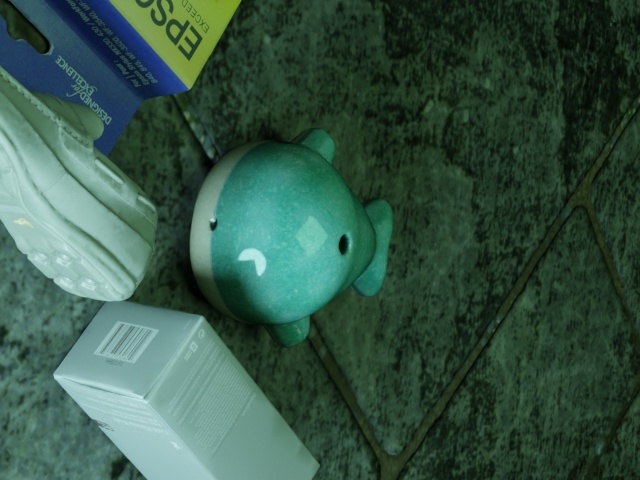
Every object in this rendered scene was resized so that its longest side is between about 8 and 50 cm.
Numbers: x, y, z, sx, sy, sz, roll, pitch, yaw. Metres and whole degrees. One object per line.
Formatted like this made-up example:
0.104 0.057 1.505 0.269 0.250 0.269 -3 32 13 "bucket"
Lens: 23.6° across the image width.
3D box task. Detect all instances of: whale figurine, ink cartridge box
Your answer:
0.000 0.000 1.480 0.272 0.141 0.216 11 88 -51 "whale figurine"
-0.179 -0.271 1.278 0.303 0.072 0.307 47 60 -43 "ink cartridge box"

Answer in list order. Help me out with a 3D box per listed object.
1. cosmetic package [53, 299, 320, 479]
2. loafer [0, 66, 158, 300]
-0.116 0.165 1.385 0.107 0.127 0.238 -56 132 -28 "cosmetic package"
-0.231 -0.073 1.226 0.111 0.112 0.319 -66 146 -26 "loafer"
